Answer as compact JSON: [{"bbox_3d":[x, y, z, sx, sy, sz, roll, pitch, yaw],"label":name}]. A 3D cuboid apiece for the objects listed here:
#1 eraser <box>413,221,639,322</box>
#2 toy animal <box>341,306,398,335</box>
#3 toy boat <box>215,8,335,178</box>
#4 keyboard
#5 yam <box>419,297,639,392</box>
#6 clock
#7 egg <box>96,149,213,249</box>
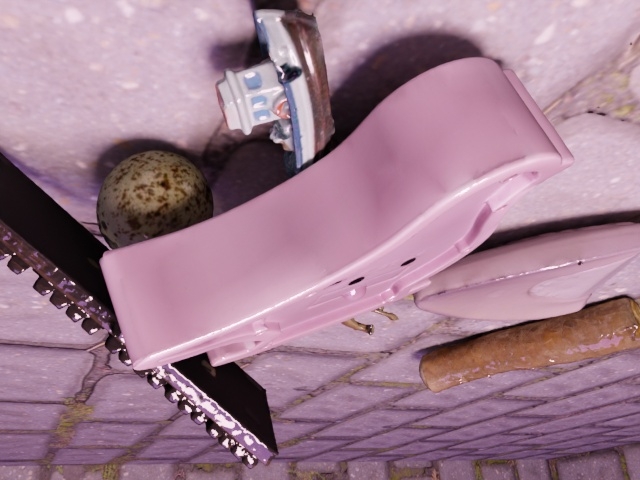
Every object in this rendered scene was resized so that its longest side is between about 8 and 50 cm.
[{"bbox_3d":[0.218,0.036,0.663,0.243,0.059,0.204,-4,154,-8],"label":"eraser"},{"bbox_3d":[0.019,0.064,0.688,0.220,0.069,0.086,24,164,-35],"label":"toy animal"},{"bbox_3d":[-0.029,-0.086,0.376,0.066,0.059,0.140,-20,154,-9],"label":"toy boat"},{"bbox_3d":[-0.146,0.053,0.451,0.027,0.106,0.317,-40,111,5],"label":"keyboard"},{"bbox_3d":[0.307,0.166,0.919,0.357,0.081,0.081,-24,148,31],"label":"yam"},{"bbox_3d":[0.000,0.000,0.427,0.290,0.080,0.275,-18,162,-26],"label":"clock"},{"bbox_3d":[-0.129,-0.022,0.465,0.085,0.085,0.110,16,152,-35],"label":"egg"}]
